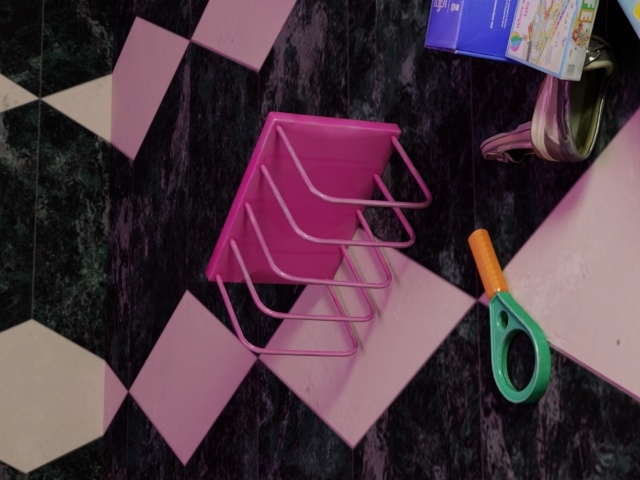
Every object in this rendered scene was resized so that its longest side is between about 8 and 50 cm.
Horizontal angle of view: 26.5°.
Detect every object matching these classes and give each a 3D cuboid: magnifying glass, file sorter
[{"bbox_3d":[0.217,0.087,1.605,0.092,0.026,0.231,-56,38,45],"label":"magnifying glass"},{"bbox_3d":[0.000,0.000,1.868,0.290,0.202,0.182,-65,35,34],"label":"file sorter"}]

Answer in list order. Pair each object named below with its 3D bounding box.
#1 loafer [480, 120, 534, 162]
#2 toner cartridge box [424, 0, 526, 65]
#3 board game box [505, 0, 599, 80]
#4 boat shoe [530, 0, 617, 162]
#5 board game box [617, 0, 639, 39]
[{"bbox_3d":[0.231,-0.110,1.595,0.125,0.045,0.039,-24,71,58],"label":"loafer"},{"bbox_3d":[0.230,-0.371,1.508,0.075,0.165,0.348,25,107,62],"label":"toner cartridge box"},{"bbox_3d":[0.249,-0.255,1.423,0.103,0.026,0.154,38,122,55],"label":"board game box"},{"bbox_3d":[0.287,-0.192,1.467,0.073,0.080,0.223,20,102,52],"label":"boat shoe"},{"bbox_3d":[0.374,-0.328,1.304,0.254,0.079,0.336,-60,36,40],"label":"board game box"}]
